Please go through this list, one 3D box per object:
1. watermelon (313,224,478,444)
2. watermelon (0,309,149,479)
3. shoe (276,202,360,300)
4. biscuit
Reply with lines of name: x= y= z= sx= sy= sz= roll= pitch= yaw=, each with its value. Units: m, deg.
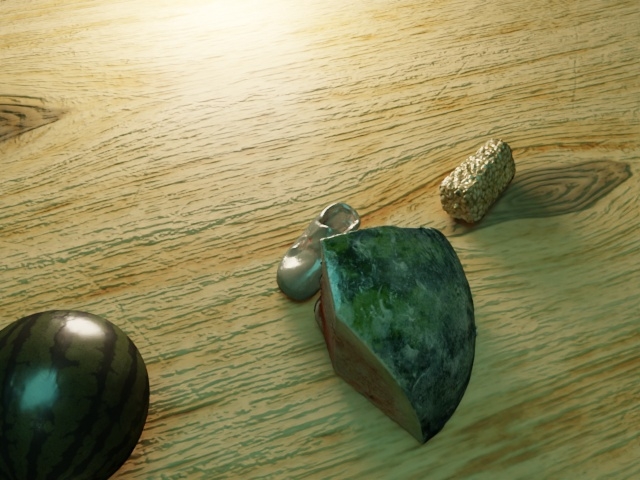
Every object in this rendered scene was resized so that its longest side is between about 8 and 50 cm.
watermelon: x=0.098 y=0.127 z=0.790 sx=0.319 sy=0.213 sz=0.290 roll=-9 pitch=85 yaw=-55
watermelon: x=-0.303 y=0.183 z=0.661 sx=0.212 sy=0.212 sz=0.212 roll=2 pitch=55 yaw=-2
shoe: x=0.000 y=0.000 z=0.886 sx=0.079 sy=0.078 sz=0.195 roll=28 pitch=54 yaw=15
biscuit: x=0.270 y=-0.102 z=0.975 sx=0.070 sy=0.082 sz=0.168 roll=19 pitch=52 yaw=41
